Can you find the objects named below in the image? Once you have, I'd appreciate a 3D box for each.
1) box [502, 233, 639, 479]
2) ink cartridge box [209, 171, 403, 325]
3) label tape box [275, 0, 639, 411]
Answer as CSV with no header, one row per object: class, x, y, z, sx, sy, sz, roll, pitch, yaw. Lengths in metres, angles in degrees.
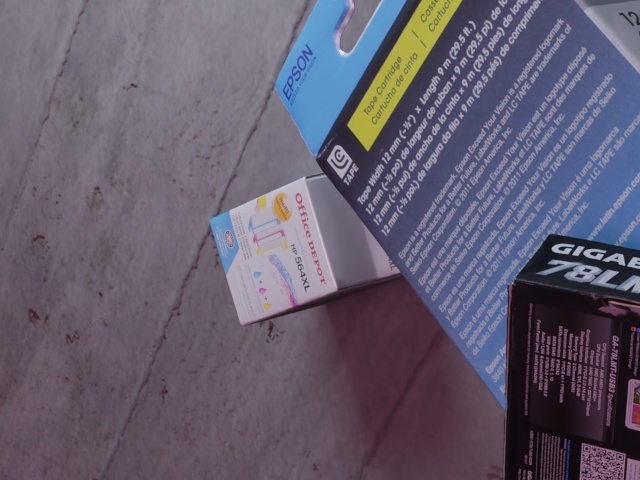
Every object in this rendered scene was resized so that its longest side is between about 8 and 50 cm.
box,0.252,0.164,0.963,0.293,0.073,0.295,11,119,23
ink cartridge box,0.000,0.000,1.280,0.143,0.090,0.092,-23,83,49
label tape box,0.139,-0.069,1.094,0.348,0.115,0.249,55,134,26
